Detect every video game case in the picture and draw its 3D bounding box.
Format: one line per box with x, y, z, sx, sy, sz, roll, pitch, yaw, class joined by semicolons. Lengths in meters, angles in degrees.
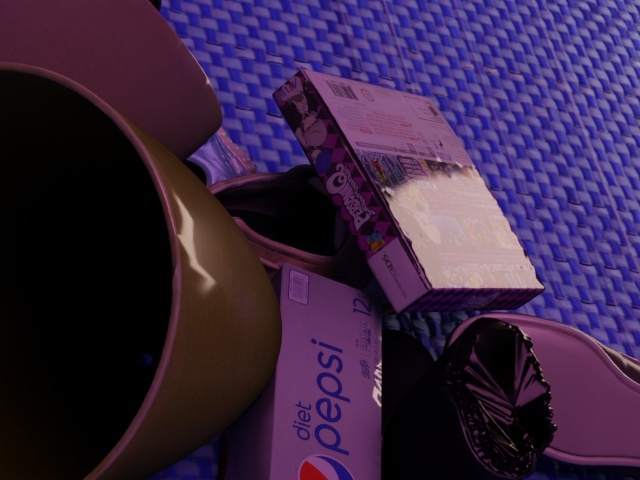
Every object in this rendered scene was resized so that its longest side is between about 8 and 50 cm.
0.078;-0.037;1.388;0.232;0.042;0.210;2;54;-61;video game case

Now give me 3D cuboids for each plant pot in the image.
-0.239;-0.110;1.225;0.284;0.284;0.191;40;77;3;plant pot
-0.148;0.049;1.101;0.275;0.275;0.293;55;14;19;plant pot

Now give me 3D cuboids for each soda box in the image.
-0.016;0.160;1.226;0.091;0.098;0.286;21;44;-19;soda box

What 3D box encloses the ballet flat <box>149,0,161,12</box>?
-0.212;-0.194;1.436;0.074;0.074;0.203;50;41;14;ballet flat

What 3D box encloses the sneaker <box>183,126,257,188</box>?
-0.119;-0.085;1.405;0.073;0.063;0.162;-23;68;-41;sneaker

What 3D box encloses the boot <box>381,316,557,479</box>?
0.093;0.120;1.256;0.094;0.207;0.246;22;43;-17;boot

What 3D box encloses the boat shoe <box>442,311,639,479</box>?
0.245;0.148;1.439;0.335;0.095;0.112;19;80;-14;boat shoe

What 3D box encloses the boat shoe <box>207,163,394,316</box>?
0.000;0.000;1.377;0.302;0.103;0.113;-9;56;-41;boat shoe
